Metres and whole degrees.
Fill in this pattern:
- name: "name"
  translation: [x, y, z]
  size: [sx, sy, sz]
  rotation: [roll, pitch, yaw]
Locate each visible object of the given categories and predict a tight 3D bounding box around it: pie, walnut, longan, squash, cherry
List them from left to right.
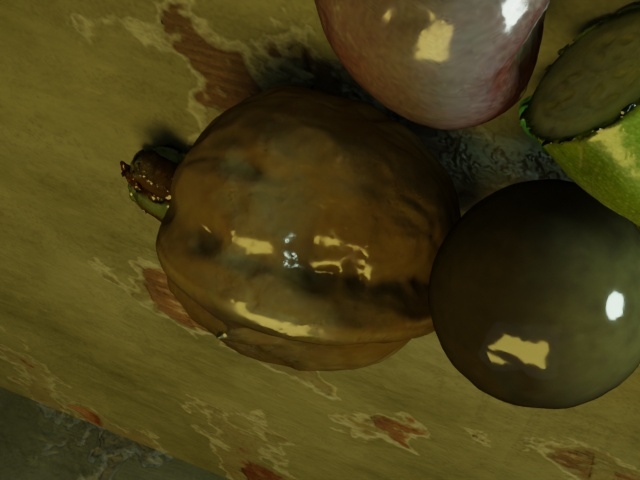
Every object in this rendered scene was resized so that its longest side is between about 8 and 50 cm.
- name: "pie"
  translation: [-0.192, -0.047, 1.559]
  size: [0.274, 0.105, 0.257]
  rotation: [32, 167, -3]
- name: "walnut"
  translation: [-0.011, -0.010, 1.214]
  size: [0.384, 0.383, 0.383]
  rotation: [21, 152, 12]
- name: "cherry"
  translation: [0.092, -0.218, 0.887]
  size: [0.239, 0.206, 0.239]
  rotation: [16, 162, 6]
- name: "longan"
  translation: [0.239, 0.058, 1.048]
  size: [0.258, 0.258, 0.258]
  rotation: [21, 152, 12]
- name: "squash"
  translation: [0.342, -0.079, 0.928]
  size: [0.260, 0.189, 0.189]
  rotation: [41, 149, -25]

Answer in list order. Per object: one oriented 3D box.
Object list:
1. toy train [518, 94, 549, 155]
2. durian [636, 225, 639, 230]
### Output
- name: "toy train"
  translation: [0.281, -0.107, 1.032]
  size: [0.149, 0.081, 0.099]
  rotation: [23, 159, -30]
- name: "durian"
  translation: [0.420, 0.062, 1.165]
  size: [0.183, 0.138, 0.250]
  rotation: [-16, 137, 41]
